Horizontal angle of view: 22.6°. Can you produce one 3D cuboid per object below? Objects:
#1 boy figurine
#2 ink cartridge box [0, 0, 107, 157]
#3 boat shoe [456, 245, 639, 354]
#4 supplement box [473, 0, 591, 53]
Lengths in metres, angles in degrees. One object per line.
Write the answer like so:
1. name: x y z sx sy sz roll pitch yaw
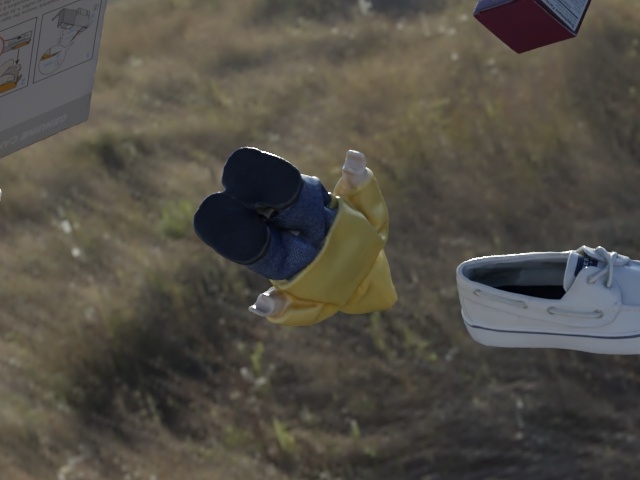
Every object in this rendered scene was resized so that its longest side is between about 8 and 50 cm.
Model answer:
1. boy figurine: 0.000 0.000 1.500 0.092 0.177 0.285 29 0 29
2. ink cartridge box: -0.244 -0.134 0.941 0.066 0.261 0.296 43 47 19
3. boat shoe: 0.250 0.050 1.497 0.258 0.084 0.095 -6 38 21
4. supplement box: 0.134 -0.159 0.946 0.055 0.043 0.083 -8 51 56
